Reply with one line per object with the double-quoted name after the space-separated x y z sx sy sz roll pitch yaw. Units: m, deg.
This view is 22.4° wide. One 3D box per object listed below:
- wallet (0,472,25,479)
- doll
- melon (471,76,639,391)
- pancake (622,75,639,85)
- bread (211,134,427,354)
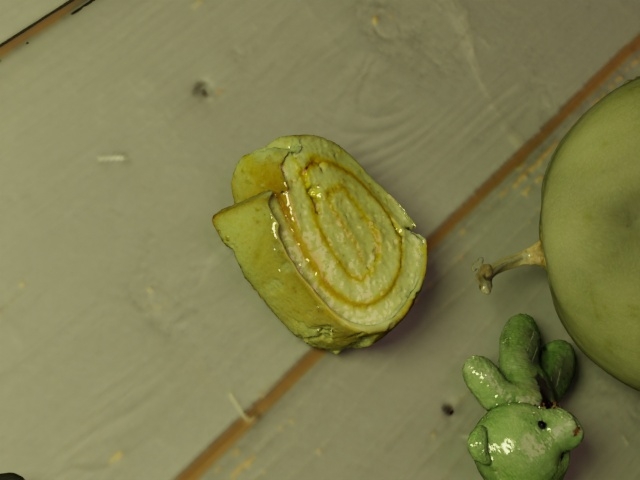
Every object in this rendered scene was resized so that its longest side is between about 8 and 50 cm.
-0.235 0.221 0.869 0.250 0.044 0.149 -18 80 -38 "wallet"
0.153 0.118 1.166 0.115 0.077 0.150 42 42 -28 "doll"
0.299 -0.006 1.179 0.272 0.308 0.271 11 90 -67 "melon"
0.335 -0.072 1.379 0.222 0.042 0.236 39 58 -18 "pancake"
0.000 0.000 1.102 0.156 0.064 0.117 51 48 -7 "bread"
